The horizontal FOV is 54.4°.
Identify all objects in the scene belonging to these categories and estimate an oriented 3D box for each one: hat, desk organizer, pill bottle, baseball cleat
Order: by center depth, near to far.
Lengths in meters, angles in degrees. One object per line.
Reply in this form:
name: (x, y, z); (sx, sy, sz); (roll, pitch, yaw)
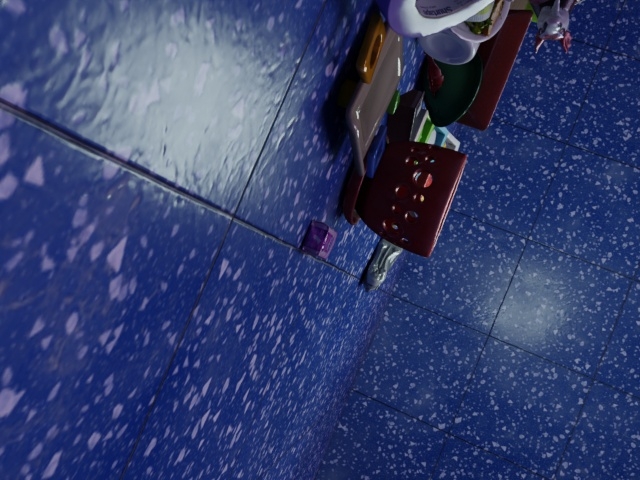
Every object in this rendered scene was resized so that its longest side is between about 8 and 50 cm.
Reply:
pill bottle: (0.260, -0.428, 1.132); (0.186, 0.112, 0.112); (-64, 168, -13)
desk organizer: (0.159, -0.232, 1.188); (0.130, 0.050, 0.047); (89, 26, -62)
hat: (0.222, -0.356, 1.318); (0.208, 0.184, 0.172); (-45, -140, 49)
baseball cleat: (0.171, 0.064, 1.785); (0.206, 0.072, 0.109); (-51, 174, -40)

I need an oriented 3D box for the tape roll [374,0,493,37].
tape roll: (0.133, -0.303, 0.635); (0.189, 0.080, 0.189); (-25, 166, -7)

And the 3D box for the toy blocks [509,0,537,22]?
toy blocks: (0.475, -0.650, 1.604); (0.261, 0.191, 0.381); (-69, 175, -62)

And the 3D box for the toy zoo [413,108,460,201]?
toy zoo: (0.276, -0.196, 1.585); (0.293, 0.030, 0.192); (21, 91, -58)

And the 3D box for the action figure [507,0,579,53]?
action figure: (0.365, -0.472, 0.939); (0.275, 0.248, 0.370); (-105, -163, -55)

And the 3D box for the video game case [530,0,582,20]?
video game case: (0.447, -0.576, 1.159); (0.274, 0.196, 0.026); (55, 39, -22)

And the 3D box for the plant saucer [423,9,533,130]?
plant saucer: (0.330, -0.395, 1.389); (0.259, 0.048, 0.258); (45, -61, 61)

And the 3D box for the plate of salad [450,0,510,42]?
plate of salad: (0.260, -0.432, 1.029); (0.200, 0.048, 0.199); (-6, 100, -34)

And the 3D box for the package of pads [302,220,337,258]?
package of pads: (0.000, 0.000, 0.956); (0.083, 0.032, 0.050); (32, 78, -78)

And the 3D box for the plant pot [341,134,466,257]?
plant pot: (0.144, -0.088, 1.084); (0.191, 0.174, 0.191); (23, 90, -78)

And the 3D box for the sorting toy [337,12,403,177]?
sorting toy: (0.066, -0.207, 0.843); (0.347, 0.047, 0.196); (65, 45, -74)

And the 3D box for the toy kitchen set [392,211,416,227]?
toy kitchen set: (0.207, -0.069, 1.676); (0.075, 0.083, 0.068); (65, 7, -74)

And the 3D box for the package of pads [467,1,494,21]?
package of pads: (0.227, -0.482, 0.865); (0.229, 0.101, 0.296); (-3, 108, -77)
